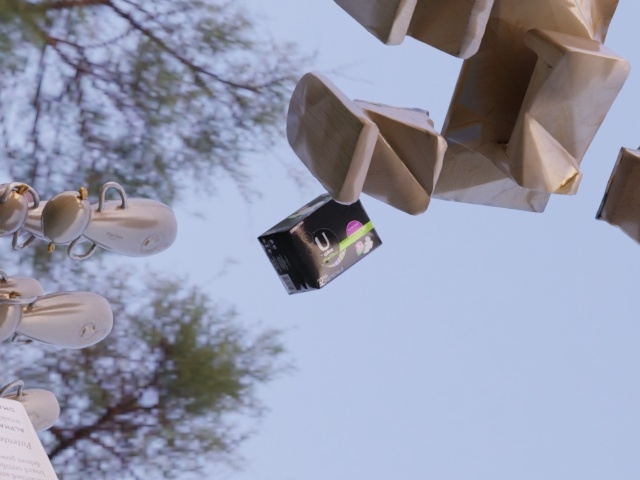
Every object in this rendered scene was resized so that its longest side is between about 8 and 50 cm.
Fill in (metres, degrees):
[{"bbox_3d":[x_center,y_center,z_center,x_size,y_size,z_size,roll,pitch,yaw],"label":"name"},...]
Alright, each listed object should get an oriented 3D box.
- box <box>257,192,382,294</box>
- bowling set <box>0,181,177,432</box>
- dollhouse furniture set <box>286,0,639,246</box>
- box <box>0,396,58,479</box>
[{"bbox_3d":[0.000,0.000,1.290,0.052,0.083,0.062,-13,-71,55],"label":"box"},{"bbox_3d":[-0.287,0.029,1.340,0.200,0.154,0.287,40,-73,29],"label":"bowling set"},{"bbox_3d":[0.183,-0.224,1.240,0.256,0.362,0.394,-127,-131,-58],"label":"dollhouse furniture set"},{"bbox_3d":[-0.264,0.176,0.819,0.181,0.182,0.119,-49,-129,18],"label":"box"}]
